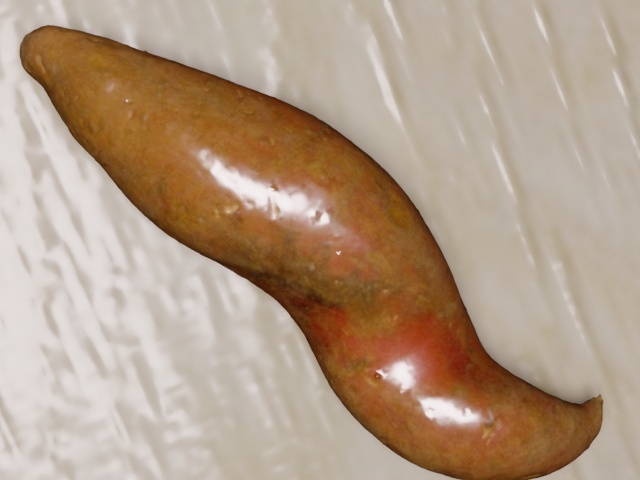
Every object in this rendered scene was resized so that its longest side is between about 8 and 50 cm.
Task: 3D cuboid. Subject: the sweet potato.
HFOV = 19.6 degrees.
[{"bbox_3d":[-0.001,0.002,0.530,0.202,0.058,0.055,43,64,-6],"label":"sweet potato"}]
